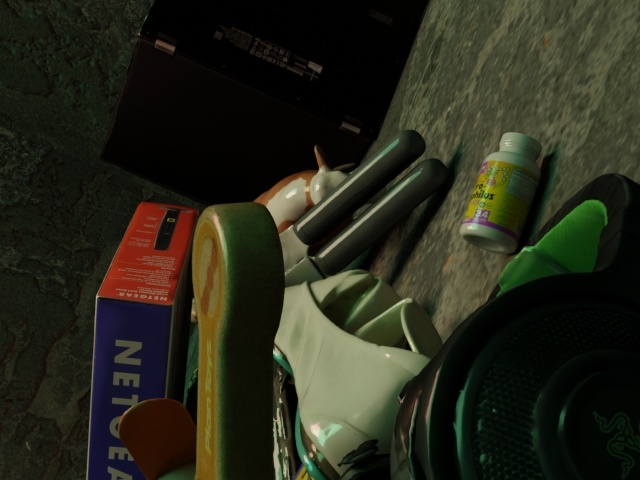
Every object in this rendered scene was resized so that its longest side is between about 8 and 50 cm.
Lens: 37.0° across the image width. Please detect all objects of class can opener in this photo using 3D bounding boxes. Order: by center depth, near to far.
[{"bbox_3d":[0.000,0.000,0.970,0.283,0.076,0.095,-41,-10,22],"label":"can opener"}]

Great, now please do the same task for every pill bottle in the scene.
[{"bbox_3d":[0.134,-0.035,0.699,0.043,0.043,0.083,148,144,-75],"label":"pill bottle"}]

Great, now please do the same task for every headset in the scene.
[{"bbox_3d":[0.046,0.111,0.402,0.243,0.185,0.394,-60,0,40],"label":"headset"}]

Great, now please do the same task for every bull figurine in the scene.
[{"bbox_3d":[-0.028,-0.015,1.148,0.310,0.101,0.188,-33,-14,33],"label":"bull figurine"}]

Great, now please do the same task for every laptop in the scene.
[{"bbox_3d":[-0.095,-0.259,1.521,0.236,0.381,0.408,152,140,-75],"label":"laptop"}]

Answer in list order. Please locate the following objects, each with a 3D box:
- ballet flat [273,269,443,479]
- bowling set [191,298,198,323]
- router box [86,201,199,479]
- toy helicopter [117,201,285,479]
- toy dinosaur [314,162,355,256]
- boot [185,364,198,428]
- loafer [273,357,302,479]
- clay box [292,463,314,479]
[{"bbox_3d":[0.032,0.095,0.794,0.400,0.139,0.139,-130,64,-76],"label":"ballet flat"},{"bbox_3d":[-0.143,0.072,1.716,0.287,0.154,0.200,176,117,-80],"label":"bowling set"},{"bbox_3d":[-0.214,0.159,1.171,0.301,0.082,0.336,-94,11,-70],"label":"router box"},{"bbox_3d":[-0.056,0.151,0.589,0.235,0.140,0.355,-153,63,-68],"label":"toy helicopter"},{"bbox_3d":[-0.028,0.017,1.375,0.313,0.121,0.160,-42,2,-12],"label":"toy dinosaur"},{"bbox_3d":[-0.097,0.190,1.248,0.284,0.138,0.377,-98,27,-73],"label":"boot"},{"bbox_3d":[-0.018,0.183,0.982,0.084,0.096,0.268,-34,36,38],"label":"loafer"},{"bbox_3d":[-0.006,0.266,0.746,0.222,0.053,0.127,-84,18,-64],"label":"clay box"}]
